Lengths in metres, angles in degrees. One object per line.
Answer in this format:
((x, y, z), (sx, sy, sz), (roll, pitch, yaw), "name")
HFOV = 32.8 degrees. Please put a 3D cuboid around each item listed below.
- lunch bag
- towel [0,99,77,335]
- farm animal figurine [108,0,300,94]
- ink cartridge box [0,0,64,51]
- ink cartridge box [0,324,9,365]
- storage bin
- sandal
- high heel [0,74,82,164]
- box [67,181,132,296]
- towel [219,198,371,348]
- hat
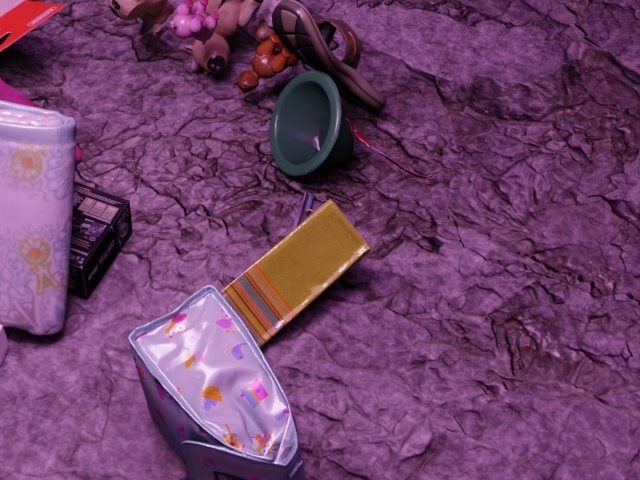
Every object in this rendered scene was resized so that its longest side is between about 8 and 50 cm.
((-0.115, 0.229, 1.385), (0.160, 0.223, 0.262), (-32, 62, -20), "lunch bag")
((-0.530, -0.049, 1.521), (0.375, 0.320, 0.090), (10, 24, 4), "towel")
((-0.199, -0.390, 1.891), (0.330, 0.172, 0.326), (30, 40, -19), "farm animal figurine")
((-0.596, -0.348, 1.783), (0.239, 0.060, 0.275), (15, 49, 41), "ink cartridge box")
((-0.518, 0.155, 1.513), (0.135, 0.056, 0.099), (12, 51, 5), "ink cartridge box")
((0.000, 0.000, 1.668), (0.091, 0.098, 0.135), (17, 51, -5), "storage bin")
((0.022, -0.316, 1.799), (0.120, 0.303, 0.086), (34, 89, 38), "sandal")
((-0.484, -0.192, 1.730), (0.181, 0.127, 0.377), (5, 29, -19), "high heel")
((-0.400, -0.016, 1.646), (0.180, 0.077, 0.147), (19, 51, 10), "box")
((-0.041, 0.051, 1.591), (0.237, 0.021, 0.102), (-41, 100, -13), "towel")
((0.040, -0.166, 1.826), (0.184, 0.173, 0.208), (13, 51, -40), "hat")
